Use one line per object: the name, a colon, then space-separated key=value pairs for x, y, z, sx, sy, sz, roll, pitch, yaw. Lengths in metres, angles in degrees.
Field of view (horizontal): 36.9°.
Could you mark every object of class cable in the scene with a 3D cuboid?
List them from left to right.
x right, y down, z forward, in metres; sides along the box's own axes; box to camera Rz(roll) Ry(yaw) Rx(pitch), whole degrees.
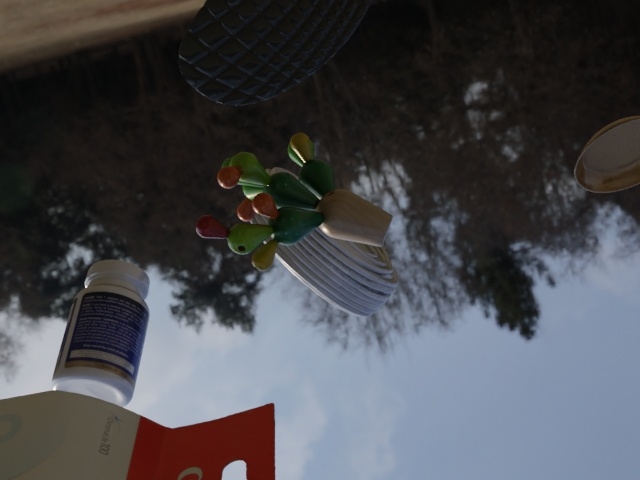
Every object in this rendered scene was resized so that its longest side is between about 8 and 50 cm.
cable: x=0.000 y=0.000 z=1.373 sx=0.089 sy=0.257 sz=0.257 roll=-47 pitch=-150 yaw=10

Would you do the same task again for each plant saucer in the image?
plant saucer: x=0.231 y=-0.069 z=0.731 sx=0.083 sy=0.083 sz=0.015 roll=-16 pitch=-126 yaw=1

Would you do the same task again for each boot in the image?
boot: x=0.003 y=-0.185 z=0.699 sx=0.246 sy=0.083 sz=0.161 roll=-45 pitch=-174 yaw=-2

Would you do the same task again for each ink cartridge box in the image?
ink cartridge box: x=-0.241 y=0.256 z=0.967 sx=0.385 sy=0.091 sz=0.308 roll=-12 pitch=-156 yaw=3

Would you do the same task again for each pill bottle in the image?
pill bottle: x=-0.413 y=0.179 z=1.842 sx=0.153 sy=0.153 sz=0.265 roll=-11 pitch=-128 yaw=22

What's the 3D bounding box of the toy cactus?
toy cactus: x=-0.021 y=-0.031 z=0.963 sx=0.180 sy=0.112 sz=0.219 roll=21 pitch=-156 yaw=6
